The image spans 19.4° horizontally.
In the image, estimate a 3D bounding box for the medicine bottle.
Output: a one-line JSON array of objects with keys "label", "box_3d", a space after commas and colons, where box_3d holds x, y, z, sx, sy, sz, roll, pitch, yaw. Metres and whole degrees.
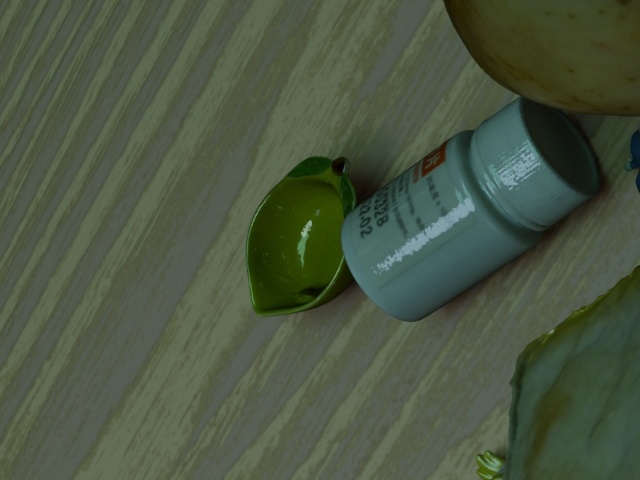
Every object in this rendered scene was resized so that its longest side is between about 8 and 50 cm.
[{"label": "medicine bottle", "box_3d": [0.152, -0.032, 1.907, 0.252, 0.144, 0.144, -34, 66, 32]}]

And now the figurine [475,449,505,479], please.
[{"label": "figurine", "box_3d": [0.191, 0.304, 1.883, 0.129, 0.109, 0.178, 17, 96, 64]}]

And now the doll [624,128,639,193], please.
[{"label": "doll", "box_3d": [0.331, -0.073, 1.832, 0.076, 0.050, 0.083, -32, 68, 36]}]

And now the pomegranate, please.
[{"label": "pomegranate", "box_3d": [0.243, -0.303, 1.716, 0.411, 0.411, 0.411, -5, 82, 38]}]

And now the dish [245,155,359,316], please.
[{"label": "dish", "box_3d": [0.000, 0.000, 2.062, 0.149, 0.080, 0.208, 47, 114, 36]}]

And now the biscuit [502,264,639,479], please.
[{"label": "biscuit", "box_3d": [0.305, 0.180, 1.661, 0.446, 0.104, 0.429, -42, 25, 40]}]
